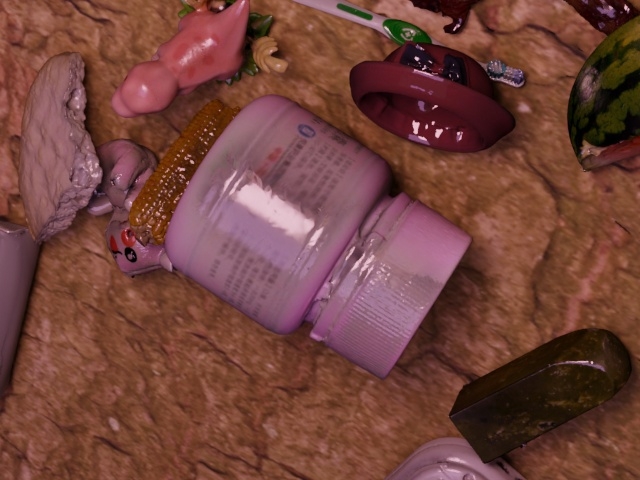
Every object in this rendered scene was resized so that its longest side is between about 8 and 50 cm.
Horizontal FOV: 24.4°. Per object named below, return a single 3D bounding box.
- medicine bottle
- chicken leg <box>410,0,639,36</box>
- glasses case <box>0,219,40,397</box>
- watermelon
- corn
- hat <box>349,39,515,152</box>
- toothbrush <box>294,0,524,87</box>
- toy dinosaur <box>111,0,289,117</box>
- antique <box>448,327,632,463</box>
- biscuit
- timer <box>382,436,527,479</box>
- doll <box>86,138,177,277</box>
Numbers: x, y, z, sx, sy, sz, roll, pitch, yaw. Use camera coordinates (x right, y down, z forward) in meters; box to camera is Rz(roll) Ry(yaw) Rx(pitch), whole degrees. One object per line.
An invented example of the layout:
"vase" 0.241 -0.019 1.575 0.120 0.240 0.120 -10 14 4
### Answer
"medicine bottle" 0.000 0.000 1.720 0.302 0.241 0.241 33 119 4
"chicken leg" 0.187 -0.306 1.620 0.322 0.083 0.177 4 122 20
"glasses case" -0.463 0.085 2.019 0.128 0.083 0.308 27 119 14
"watermelon" 0.391 -0.155 1.555 0.303 0.128 0.159 -19 119 20
"corn" -0.163 -0.082 1.791 0.068 0.068 0.207 31 77 5
"hat" 0.128 -0.169 1.652 0.205 0.205 0.089 18 79 12
"toothbrush" 0.093 -0.238 1.707 0.304 0.030 0.030 23 118 12
"toy dinosaur" -0.149 -0.230 1.711 0.194 0.177 0.152 -21 105 25
"antique" 0.269 0.179 1.793 0.221 0.081 0.080 -33 100 28
"biscuit" -0.331 -0.110 1.857 0.188 0.040 0.265 34 120 46
"timer" 0.172 0.389 1.915 0.237 0.087 0.262 42 120 -2
"doll" -0.235 -0.035 1.874 0.149 0.095 0.192 2 114 52
